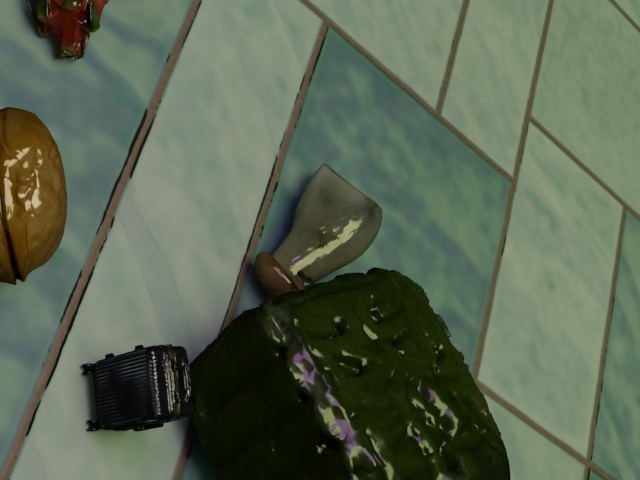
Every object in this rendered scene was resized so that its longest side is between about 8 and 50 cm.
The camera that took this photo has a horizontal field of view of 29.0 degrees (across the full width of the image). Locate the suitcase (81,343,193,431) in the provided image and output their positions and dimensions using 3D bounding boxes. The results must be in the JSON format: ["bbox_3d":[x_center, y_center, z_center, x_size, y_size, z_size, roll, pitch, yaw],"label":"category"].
[{"bbox_3d":[-0.192,0.158,1.309,0.059,0.126,0.086,2,75,-45],"label":"suitcase"}]

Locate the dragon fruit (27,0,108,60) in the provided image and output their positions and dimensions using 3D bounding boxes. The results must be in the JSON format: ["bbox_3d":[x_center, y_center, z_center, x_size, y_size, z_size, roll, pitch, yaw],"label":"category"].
[{"bbox_3d":[-0.283,-0.263,1.397,0.081,0.086,0.116,-50,127,-82],"label":"dragon fruit"}]

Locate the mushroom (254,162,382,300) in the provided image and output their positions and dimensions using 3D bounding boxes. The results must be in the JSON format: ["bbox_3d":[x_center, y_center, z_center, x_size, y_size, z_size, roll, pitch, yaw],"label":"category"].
[{"bbox_3d":[0.000,0.000,1.582,0.116,0.093,0.225,37,61,-6],"label":"mushroom"}]

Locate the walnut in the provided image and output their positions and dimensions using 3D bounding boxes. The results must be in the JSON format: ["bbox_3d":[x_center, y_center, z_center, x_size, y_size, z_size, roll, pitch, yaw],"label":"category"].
[{"bbox_3d":[-0.327,-0.042,1.243,0.144,0.144,0.180,-5,84,-45],"label":"walnut"}]

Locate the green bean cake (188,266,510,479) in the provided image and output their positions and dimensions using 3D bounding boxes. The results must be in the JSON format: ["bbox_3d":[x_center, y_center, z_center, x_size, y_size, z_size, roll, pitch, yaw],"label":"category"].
[{"bbox_3d":[0.044,0.198,1.422,0.319,0.218,0.335,-16,73,-49],"label":"green bean cake"}]
